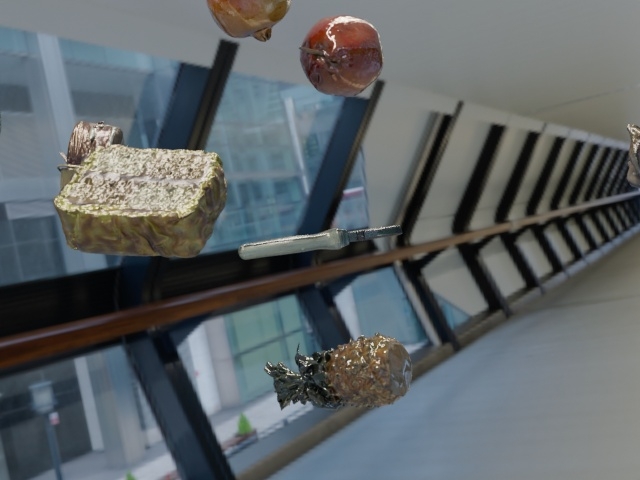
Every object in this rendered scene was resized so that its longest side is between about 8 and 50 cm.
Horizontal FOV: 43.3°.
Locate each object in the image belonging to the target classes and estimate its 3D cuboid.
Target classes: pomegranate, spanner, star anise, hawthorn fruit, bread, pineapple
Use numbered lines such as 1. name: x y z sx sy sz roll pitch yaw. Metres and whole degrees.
1. pomegranate: -0.167 -0.579 1.893 0.209 0.209 0.209 -12 0 0
2. spanner: 0.000 0.000 1.590 0.324 0.040 0.095 -8 3 -3
3. star anise: 0.645 -0.102 1.509 0.088 0.288 0.288 -18 0 4
4. hawthorn fruit: 0.036 -0.452 1.981 0.210 0.210 0.262 -12 8 33
5. bread: -0.488 -0.148 1.727 0.142 0.212 0.224 4 -9 -3
6. bread: -0.251 -0.054 1.151 0.222 0.096 0.181 3 43 7
7. pineapple: 0.023 0.269 1.633 0.310 0.170 0.141 -13 32 30
